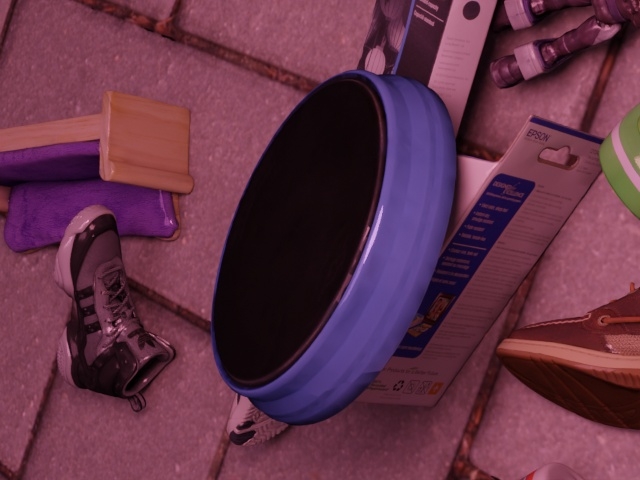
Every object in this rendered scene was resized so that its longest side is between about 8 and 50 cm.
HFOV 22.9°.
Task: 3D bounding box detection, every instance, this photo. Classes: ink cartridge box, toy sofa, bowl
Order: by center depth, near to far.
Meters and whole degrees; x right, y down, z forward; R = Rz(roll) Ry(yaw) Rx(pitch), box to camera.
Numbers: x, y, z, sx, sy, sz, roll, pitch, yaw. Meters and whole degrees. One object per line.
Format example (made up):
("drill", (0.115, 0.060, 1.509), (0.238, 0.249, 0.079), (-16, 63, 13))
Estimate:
("ink cartridge box", (0.152, 0.019, 1.674), (0.069, 0.175, 0.371), (49, 114, 34))
("bowl", (0.000, 0.000, 1.675), (0.391, 0.077, 0.391), (-46, 32, 41))
("ink cartridge box", (0.115, -0.226, 1.750), (0.165, 0.065, 0.333), (43, 121, 56))
("toy sofa", (-0.350, -0.085, 2.122), (0.362, 0.150, 0.177), (-4, 80, 39))

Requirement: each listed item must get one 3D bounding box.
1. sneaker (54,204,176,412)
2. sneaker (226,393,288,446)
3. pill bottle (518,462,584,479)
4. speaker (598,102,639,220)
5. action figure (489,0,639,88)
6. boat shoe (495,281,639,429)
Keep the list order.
("sneaker", (-0.259, 0.092, 2.034), (0.153, 0.101, 0.269), (25, 122, 32))
("sneaker", (-0.074, 0.119, 1.907), (0.153, 0.094, 0.235), (40, 115, 43))
("pill bottle", (0.195, 0.321, 1.641), (0.193, 0.108, 0.108), (-39, 61, 30))
("speaker", (0.413, -0.135, 1.513), (0.296, 0.131, 0.131), (-39, 61, 29))
("action figure", (0.295, -0.243, 1.623), (0.285, 0.099, 0.185), (-11, 95, 48))
("boat shoe", (0.329, 0.108, 1.573), (0.342, 0.123, 0.123), (-2, 50, 51))
